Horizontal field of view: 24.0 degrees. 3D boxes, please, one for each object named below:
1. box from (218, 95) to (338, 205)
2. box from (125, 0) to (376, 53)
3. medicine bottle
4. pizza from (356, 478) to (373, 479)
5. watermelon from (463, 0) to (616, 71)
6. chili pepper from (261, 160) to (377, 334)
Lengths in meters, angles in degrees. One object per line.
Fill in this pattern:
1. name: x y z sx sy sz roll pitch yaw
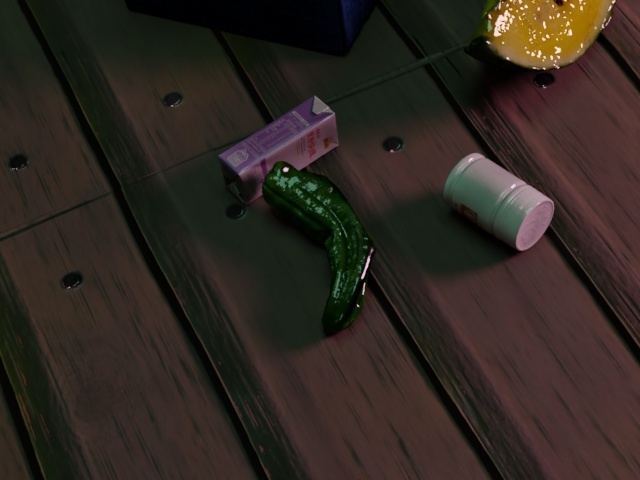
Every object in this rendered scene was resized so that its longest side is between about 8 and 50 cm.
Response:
1. box: -0.039 -0.086 1.433 0.117 0.050 0.036 -34 57 -16
2. box: -0.084 -0.341 1.492 0.261 0.279 0.116 16 56 19
3. medicine bottle: 0.160 -0.035 1.362 0.089 0.057 0.057 35 64 30
4. pizza: 0.072 0.251 1.164 0.160 0.036 0.099 33 63 29
5. watermelon: 0.226 -0.265 1.484 0.123 0.129 0.301 16 61 22
6. chili pepper: 0.007 0.000 1.362 0.073 0.050 0.182 -17 54 -14
